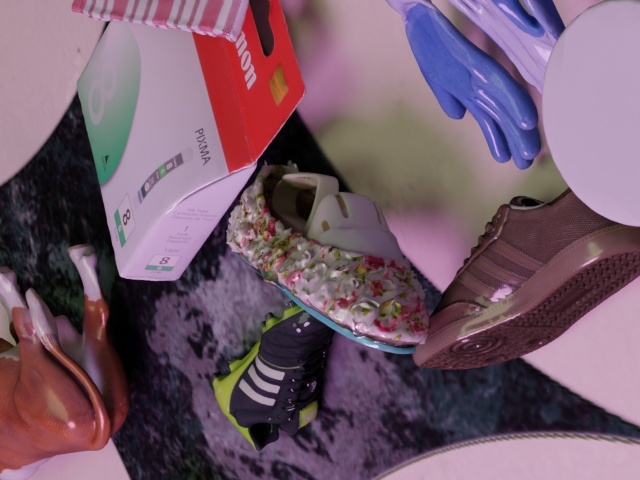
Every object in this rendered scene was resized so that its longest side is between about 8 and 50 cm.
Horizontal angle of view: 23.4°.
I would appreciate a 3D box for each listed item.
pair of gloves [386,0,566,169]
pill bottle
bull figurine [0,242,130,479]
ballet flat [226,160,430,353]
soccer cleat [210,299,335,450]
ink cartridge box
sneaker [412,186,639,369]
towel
[{"bbox_3d":[0.085,-0.103,0.826,0.159,0.023,0.198,48,168,-12],"label":"pair of gloves"},{"bbox_3d":[0.192,-0.066,0.642,0.117,0.208,0.117,19,115,47],"label":"pill bottle"},{"bbox_3d":[-0.257,0.121,1.337,0.310,0.101,0.188,-19,84,52],"label":"bull figurine"},{"bbox_3d":[0.000,0.000,0.966,0.241,0.091,0.077,31,108,61],"label":"ballet flat"},{"bbox_3d":[-0.019,0.089,1.077,0.072,0.060,0.179,55,144,10],"label":"soccer cleat"},{"bbox_3d":[-0.098,-0.105,1.081,0.224,0.056,0.181,-53,44,47],"label":"ink cartridge box"},{"bbox_3d":[0.118,0.015,0.890,0.188,0.066,0.071,-36,54,45],"label":"sneaker"},{"bbox_3d":[-0.093,-0.213,1.066,0.197,0.029,0.144,16,89,47],"label":"towel"}]
